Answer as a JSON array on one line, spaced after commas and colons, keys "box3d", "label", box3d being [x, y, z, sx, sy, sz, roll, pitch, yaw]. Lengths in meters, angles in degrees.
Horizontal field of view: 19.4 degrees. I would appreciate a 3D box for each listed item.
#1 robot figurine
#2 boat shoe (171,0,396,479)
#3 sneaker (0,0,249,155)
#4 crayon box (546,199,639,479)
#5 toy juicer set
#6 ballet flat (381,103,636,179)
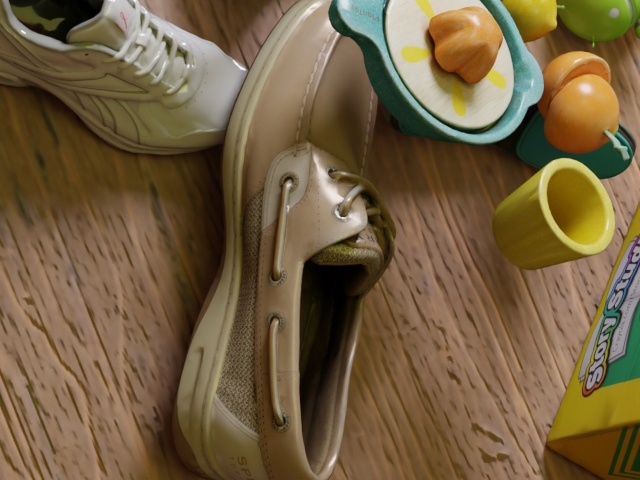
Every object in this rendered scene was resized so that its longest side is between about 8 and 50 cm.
[{"box3d": [0.227, -0.200, 1.448, 0.101, 0.067, 0.115, 43, 66, 0], "label": "robot figurine"}, {"box3d": [0.000, 0.000, 1.258, 0.122, 0.110, 0.341, 25, 73, -54], "label": "boat shoe"}, {"box3d": [-0.137, -0.124, 1.237, 0.232, 0.115, 0.090, 18, 73, -21], "label": "sneaker"}, {"box3d": [0.331, -0.008, 1.320, 0.106, 0.313, 0.363, 30, 69, -13], "label": "crayon box"}, {"box3d": [0.096, -0.149, 1.264, 0.329, 0.089, 0.209, 42, 50, -16], "label": "toy juicer set"}, {"box3d": [0.140, -0.100, 1.392, 0.213, 0.072, 0.068, 11, 45, -25], "label": "ballet flat"}]
